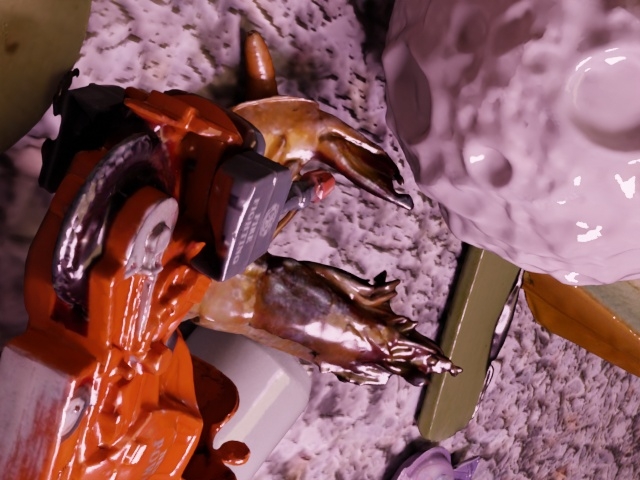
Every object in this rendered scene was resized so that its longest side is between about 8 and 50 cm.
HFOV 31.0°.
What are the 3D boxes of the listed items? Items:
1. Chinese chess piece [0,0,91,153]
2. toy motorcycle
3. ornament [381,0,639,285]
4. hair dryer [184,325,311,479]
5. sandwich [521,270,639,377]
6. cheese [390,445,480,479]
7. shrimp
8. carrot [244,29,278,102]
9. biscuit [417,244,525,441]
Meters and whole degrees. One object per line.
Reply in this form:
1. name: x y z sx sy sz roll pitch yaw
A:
1. Chinese chess piece: -0.199 -0.121 0.554 0.188 0.083 0.188 -32 134 -41
2. toy motorcycle: -0.106 0.061 0.665 0.221 0.147 0.326 -36 148 -62
3. ornament: 0.212 -0.125 0.875 0.337 0.337 0.337 -32 136 -37
4. hair dryer: -0.076 0.211 0.958 0.173 0.107 0.357 -48 153 -20
5. sandwich: 0.344 0.034 1.283 0.155 0.198 0.227 -53 146 -14
6. cheese: 0.124 0.279 1.300 0.191 0.042 0.105 18 99 -59
7. shrimp: -0.003 -0.001 0.827 0.289 0.075 0.178 22 88 -17
8. carrot: -0.043 -0.085 0.830 0.035 0.035 0.142 -28 128 -41
9. biscuit: 0.169 0.066 1.215 0.099 0.038 0.322 -9 121 -46
